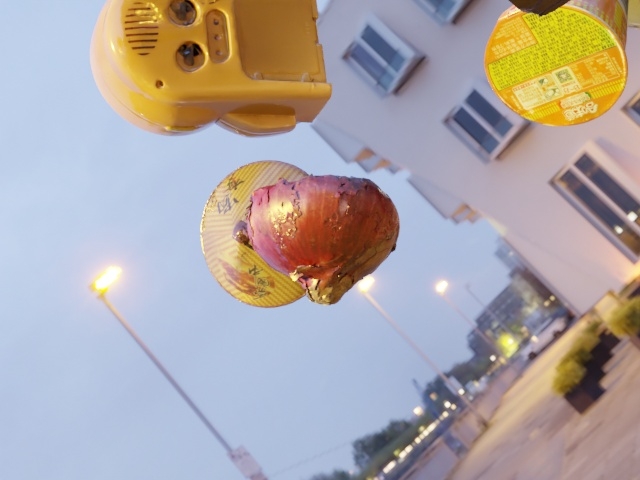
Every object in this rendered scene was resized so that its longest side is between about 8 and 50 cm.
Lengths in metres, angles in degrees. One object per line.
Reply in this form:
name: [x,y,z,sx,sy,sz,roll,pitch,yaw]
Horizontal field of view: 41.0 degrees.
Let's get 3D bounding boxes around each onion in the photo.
onion: [0.000,0.000,0.946,0.184,0.183,0.147,85,-171,-72]

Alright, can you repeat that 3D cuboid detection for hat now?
hat: [-0.084,-0.009,1.071,0.193,0.193,0.082,-47,-17,16]

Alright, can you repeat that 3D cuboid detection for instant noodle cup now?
instant noodle cup: [0.297,-0.258,1.025,0.185,0.168,0.168,-62,0,-39]

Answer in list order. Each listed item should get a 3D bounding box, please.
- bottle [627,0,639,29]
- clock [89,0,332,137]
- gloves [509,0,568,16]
bottle: [0.379,-0.433,1.213,0.351,0.229,0.229,7,-39,-22]
clock: [-0.160,-0.275,1.215,0.316,0.244,0.200,-3,-10,-20]
gloves: [0.142,-0.218,0.453,0.181,0.129,0.106,-48,-13,21]
